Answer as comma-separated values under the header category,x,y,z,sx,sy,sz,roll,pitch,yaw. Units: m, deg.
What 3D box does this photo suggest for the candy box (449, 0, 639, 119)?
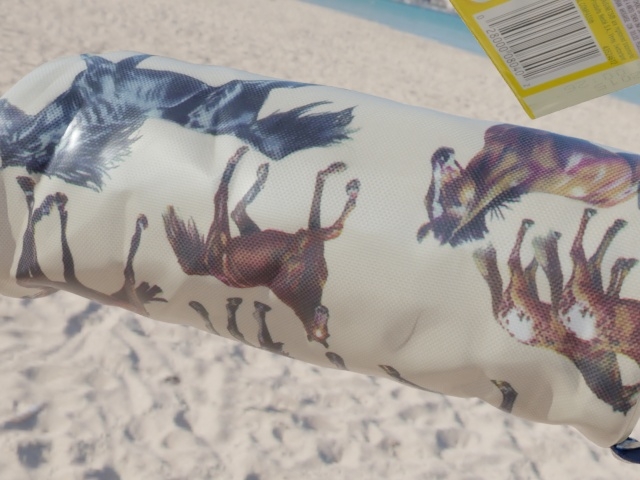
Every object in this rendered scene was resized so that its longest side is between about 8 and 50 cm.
category,x,y,z,sx,sy,sz,roll,pitch,yaw
candy box,0.079,-0.116,0.287,0.105,0.027,0.206,-19,-35,26

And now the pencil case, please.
category,x,y,z,sx,sy,sz,roll,pitch,yaw
pencil case,0.000,0.000,0.517,0.410,0.183,0.159,13,56,15
